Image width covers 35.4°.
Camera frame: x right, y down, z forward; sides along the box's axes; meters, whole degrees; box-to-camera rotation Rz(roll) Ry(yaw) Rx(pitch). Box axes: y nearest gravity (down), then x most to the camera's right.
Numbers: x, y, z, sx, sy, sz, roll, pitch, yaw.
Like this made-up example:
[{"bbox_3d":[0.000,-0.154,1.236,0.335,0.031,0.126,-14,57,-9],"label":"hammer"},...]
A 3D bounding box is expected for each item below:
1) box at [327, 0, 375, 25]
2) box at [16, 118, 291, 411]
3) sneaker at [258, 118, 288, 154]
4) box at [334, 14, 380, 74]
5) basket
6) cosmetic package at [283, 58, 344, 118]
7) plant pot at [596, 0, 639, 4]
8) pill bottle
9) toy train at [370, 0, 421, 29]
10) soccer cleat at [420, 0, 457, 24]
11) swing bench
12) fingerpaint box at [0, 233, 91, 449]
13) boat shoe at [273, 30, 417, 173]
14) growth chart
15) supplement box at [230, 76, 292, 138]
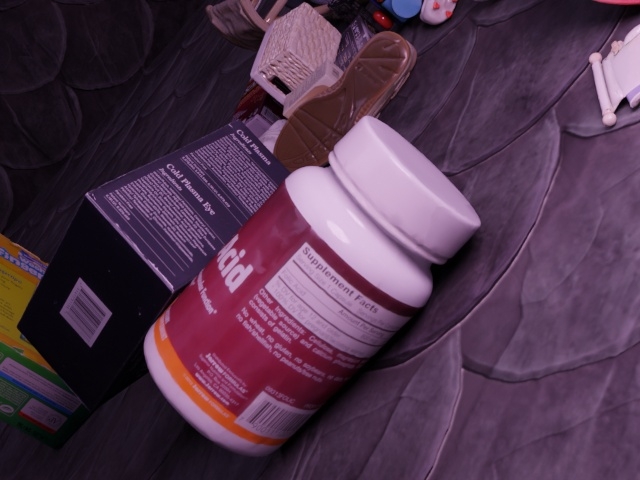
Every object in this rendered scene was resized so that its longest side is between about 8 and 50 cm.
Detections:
[{"bbox_3d":[0.062,-0.453,1.991,0.018,0.083,0.067,-60,23,-15],"label":"box"},{"bbox_3d":[-0.226,0.035,1.464,0.312,0.179,0.343,-36,-10,-46],"label":"box"},{"bbox_3d":[-0.068,-0.179,1.840,0.115,0.090,0.232,-52,23,-8],"label":"sneaker"},{"bbox_3d":[0.042,-0.297,1.839,0.183,0.056,0.231,-45,24,19],"label":"box"},{"bbox_3d":[-0.041,-0.341,1.842,0.103,0.113,0.167,-31,32,38],"label":"basket"},{"bbox_3d":[-0.012,-0.258,1.760,0.115,0.041,0.060,-38,29,31],"label":"cosmetic package"},{"bbox_3d":[0.376,-0.457,1.204,0.275,0.275,0.243,-34,19,38],"label":"plant pot"},{"bbox_3d":[-0.010,0.054,1.208,0.392,0.224,0.224,-47,23,15],"label":"pill bottle"},{"bbox_3d":[0.077,-0.480,1.764,0.105,0.248,0.143,-49,12,8],"label":"toy train"},{"bbox_3d":[0.229,-0.454,1.703,0.196,0.068,0.076,-58,20,-5],"label":"soccer cleat"},{"bbox_3d":[-0.079,-0.507,2.148,0.255,0.165,0.253,-38,19,-14],"label":"swing bench"},{"bbox_3d":[-0.649,0.156,1.993,0.163,0.445,0.371,-47,24,16],"label":"fingerpaint box"},{"bbox_3d":[0.046,-0.219,1.683,0.302,0.109,0.098,-47,-16,15],"label":"boat shoe"},{"bbox_3d":[0.395,-0.219,1.100,0.237,0.021,0.172,-35,29,36],"label":"growth chart"},{"bbox_3d":[-0.114,-0.284,2.095,0.130,0.073,0.239,-31,30,42],"label":"supplement box"}]
